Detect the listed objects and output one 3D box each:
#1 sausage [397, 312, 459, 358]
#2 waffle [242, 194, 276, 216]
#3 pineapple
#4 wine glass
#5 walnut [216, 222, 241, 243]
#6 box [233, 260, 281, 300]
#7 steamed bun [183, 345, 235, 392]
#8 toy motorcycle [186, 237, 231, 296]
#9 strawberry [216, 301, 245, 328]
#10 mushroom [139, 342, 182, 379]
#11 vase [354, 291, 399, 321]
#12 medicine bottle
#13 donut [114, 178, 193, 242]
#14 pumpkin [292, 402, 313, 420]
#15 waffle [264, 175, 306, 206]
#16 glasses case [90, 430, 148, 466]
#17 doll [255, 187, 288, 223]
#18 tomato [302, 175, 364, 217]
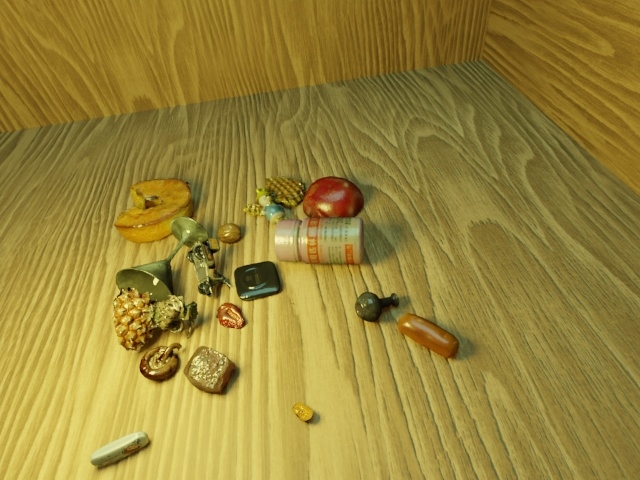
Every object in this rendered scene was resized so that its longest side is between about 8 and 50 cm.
[{"bbox_3d":[0.400,0.348,1.499,0.238,0.098,0.098,26,54,29],"label":"sausage"},{"bbox_3d":[-0.329,-0.200,2.193,0.149,0.051,0.194,31,57,29],"label":"waffle"},{"bbox_3d":[-0.628,0.295,1.581,0.272,0.262,0.262,-7,44,0],"label":"pineapple"},{"bbox_3d":[-0.688,0.085,1.817,0.267,0.267,0.406,6,43,14],"label":"wine glass"},{"bbox_3d":[-0.461,-0.036,2.013,0.125,0.105,0.105,-5,44,8],"label":"walnut"},{"bbox_3d":[-0.288,0.175,1.809,0.201,0.042,0.212,-15,44,-5],"label":"box"},{"bbox_3d":[-0.414,0.473,1.475,0.175,0.106,0.145,17,49,20],"label":"steamed bun"},{"bbox_3d":[-0.496,0.121,1.777,0.091,0.157,0.263,-25,75,35],"label":"toy motorcycle"},{"bbox_3d":[-0.377,0.312,1.678,0.152,0.048,0.104,19,53,29],"label":"strawberry"},{"bbox_3d":[-0.605,0.458,1.538,0.135,0.080,0.170,38,58,22],"label":"mushroom"},{"bbox_3d":[0.232,0.256,1.611,0.183,0.120,0.120,-11,42,-25],"label":"vase"},{"bbox_3d":[0.000,0.000,1.820,0.388,0.219,0.219,1,45,9],"label":"medicine bottle"},{"bbox_3d":[-0.868,-0.156,2.153,0.378,0.163,0.435,-3,42,4],"label":"donut"},{"bbox_3d":[-0.058,0.586,1.363,0.050,0.028,0.083,-36,42,-28],"label":"pumpkin"},{"bbox_3d":[-0.198,-0.284,2.231,0.238,0.058,0.243,9,40,1],"label":"waffle"},{"bbox_3d":[-0.659,0.685,1.319,0.179,0.067,0.045,-22,44,-14],"label":"glasses case"},{"bbox_3d":[-0.261,-0.176,2.088,0.135,0.098,0.241,-29,74,-15],"label":"doll"},{"bbox_3d":[0.061,-0.238,2.115,0.338,0.143,0.338,-6,44,6],"label":"tomato"}]
